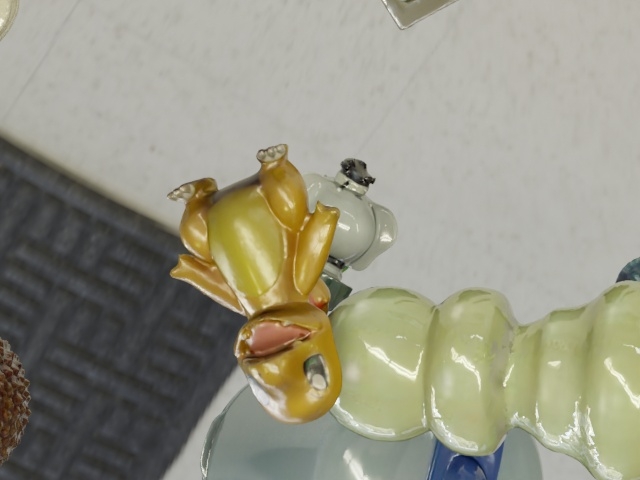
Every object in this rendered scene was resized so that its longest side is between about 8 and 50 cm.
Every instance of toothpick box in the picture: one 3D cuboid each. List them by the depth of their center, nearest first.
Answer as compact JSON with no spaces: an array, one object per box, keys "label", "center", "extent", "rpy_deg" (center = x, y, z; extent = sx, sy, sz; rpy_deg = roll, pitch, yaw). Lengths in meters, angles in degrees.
[{"label":"toothpick box","center":[0.061,0.212,1.764],"extent":[0.263,0.354,0.263],"rpy_deg":[2,85,-25]}]

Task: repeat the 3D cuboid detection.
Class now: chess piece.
[{"label":"chess piece","center":[0.120,0.089,1.247],"extent":[0.251,0.144,0.144],"rpy_deg":[3,119,17]}]

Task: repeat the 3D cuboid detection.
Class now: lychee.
[{"label":"lychee","center":[-0.378,0.156,1.922],"extent":[0.188,0.188,0.188],"rpy_deg":[4,118,7]}]

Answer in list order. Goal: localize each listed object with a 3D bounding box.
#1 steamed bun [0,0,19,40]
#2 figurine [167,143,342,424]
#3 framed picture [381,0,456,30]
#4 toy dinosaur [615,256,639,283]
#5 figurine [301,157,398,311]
[{"label":"steamed bun","center":[-0.334,-0.189,1.641],"extent":[0.183,0.183,0.106],"rpy_deg":[-28,106,21]},{"label":"figurine","center":[-0.025,0.036,1.232],"extent":[0.121,0.176,0.122],"rpy_deg":[-20,157,17]},{"label":"framed picture","center":[0.054,-0.425,1.693],"extent":[0.326,0.028,0.446],"rpy_deg":[-24,102,52]},{"label":"toy dinosaur","center":[0.341,-0.062,1.353],"extent":[0.147,0.076,0.363],"rpy_deg":[40,74,-22]},{"label":"figurine","center":[0.000,0.000,2.041],"extent":[0.147,0.126,0.192],"rpy_deg":[28,93,-36]}]
